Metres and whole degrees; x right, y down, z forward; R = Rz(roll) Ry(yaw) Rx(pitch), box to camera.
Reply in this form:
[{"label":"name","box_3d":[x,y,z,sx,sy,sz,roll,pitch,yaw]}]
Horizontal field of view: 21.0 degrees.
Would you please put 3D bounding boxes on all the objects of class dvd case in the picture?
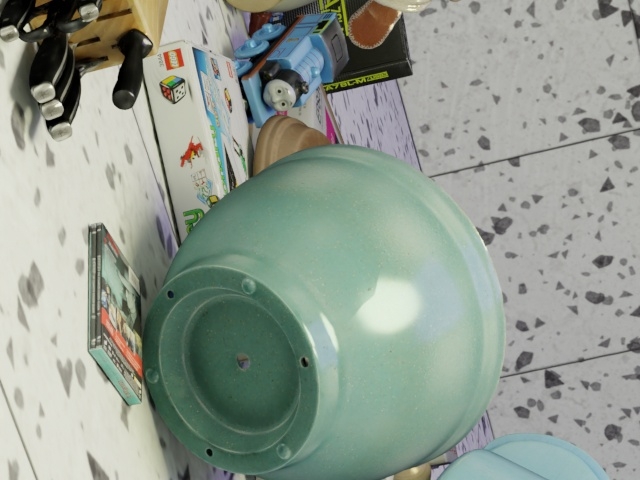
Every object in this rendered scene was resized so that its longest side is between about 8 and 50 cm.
[{"label":"dvd case","box_3d":[-0.159,0.057,1.348,0.087,0.013,0.119,64,18,-52]}]

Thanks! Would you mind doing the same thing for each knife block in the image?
[{"label":"knife block","box_3d":[-0.173,-0.179,1.357,0.276,0.088,0.242,38,41,-75]}]

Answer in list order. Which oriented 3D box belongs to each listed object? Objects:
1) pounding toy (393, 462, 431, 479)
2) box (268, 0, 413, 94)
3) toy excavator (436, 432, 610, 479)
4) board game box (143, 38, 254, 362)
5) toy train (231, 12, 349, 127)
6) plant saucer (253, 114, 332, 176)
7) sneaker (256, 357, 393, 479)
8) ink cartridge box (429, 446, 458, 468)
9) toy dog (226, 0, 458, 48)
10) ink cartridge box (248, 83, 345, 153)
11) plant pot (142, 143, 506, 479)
[{"label":"pounding toy","box_3d":[0.049,0.178,2.024,0.237,0.110,0.183,43,55,-6]},{"label":"box","box_3d":[0.017,-0.281,2.246,0.045,0.184,0.190,57,24,-60]},{"label":"toy excavator","box_3d":[0.155,0.362,1.873,0.433,0.222,0.445,-55,151,-20]},{"label":"board game box","box_3d":[-0.096,-0.035,1.690,0.193,0.053,0.305,1,77,-79]},{"label":"toy train","box_3d":[-0.042,-0.194,1.957,0.184,0.105,0.080,-54,133,-51]},{"label":"plant saucer","box_3d":[0.000,0.000,1.810,0.278,0.041,0.277,-13,90,-72]},{"label":"sneaker","box_3d":[0.020,0.142,1.663,0.150,0.135,0.365,-56,153,-60]},{"label":"ink cartridge box","box_3d":[0.095,0.213,2.215,0.128,0.127,0.176,35,43,-75]},{"label":"toy dog","box_3d":[0.023,-0.306,2.099,0.220,0.334,0.161,-53,152,-45]},{"label":"ink cartridge box","box_3d":[-0.023,-0.077,2.052,0.234,0.088,0.193,-90,164,-49]},{"label":"plant pot","box_3d":[-0.023,0.081,1.426,0.196,0.293,0.293,-22,100,-54]}]
